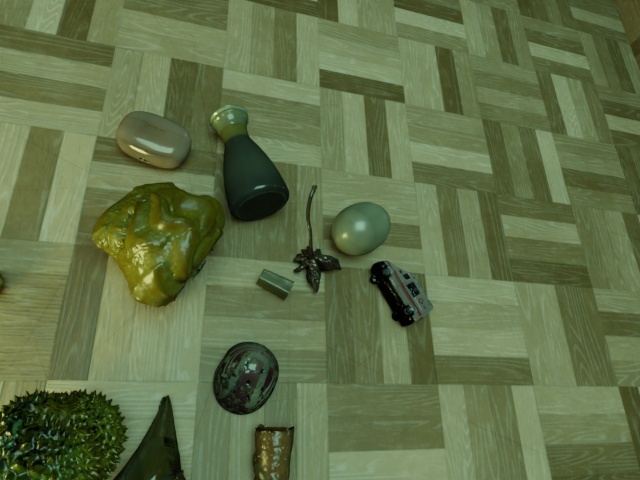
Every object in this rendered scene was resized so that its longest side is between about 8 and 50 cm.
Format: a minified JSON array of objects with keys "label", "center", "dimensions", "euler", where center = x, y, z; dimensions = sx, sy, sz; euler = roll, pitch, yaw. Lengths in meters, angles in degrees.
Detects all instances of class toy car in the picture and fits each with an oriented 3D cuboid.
[{"label":"toy car","center":[0.236,0.144,1.348],"dimensions":[0.108,0.089,0.210],"euler":[-26,80,-26]}]

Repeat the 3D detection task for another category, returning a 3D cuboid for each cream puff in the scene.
[{"label":"cream puff","center":[-0.391,-0.016,1.109],"dimensions":[0.269,0.274,0.323],"euler":[35,58,-12]}]

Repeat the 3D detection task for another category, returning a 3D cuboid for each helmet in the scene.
[{"label":"helmet","center":[-0.174,0.331,1.122],"dimensions":[0.153,0.107,0.177],"euler":[27,61,-9]}]

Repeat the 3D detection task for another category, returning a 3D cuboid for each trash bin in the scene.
[{"label":"trash bin","center":[-0.125,0.117,1.255],"dimensions":[0.092,0.061,0.043],"euler":[28,62,-3]}]

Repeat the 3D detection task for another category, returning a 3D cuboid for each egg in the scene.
[{"label":"egg","center":[0.124,-0.037,1.353],"dimensions":[0.209,0.151,0.151],"euler":[-22,76,-40]}]

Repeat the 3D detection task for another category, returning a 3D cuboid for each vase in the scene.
[{"label":"vase","center":[-0.222,-0.231,1.323],"dimensions":[0.173,0.173,0.321],"euler":[-14,68,-23]}]

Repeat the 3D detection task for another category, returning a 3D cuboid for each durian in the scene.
[{"label":"durian","center":[-0.536,0.412,0.888],"dimensions":[0.290,0.225,0.291],"euler":[-7,39,5]}]

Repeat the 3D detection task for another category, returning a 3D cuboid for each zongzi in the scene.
[{"label":"zongzi","center":[-0.420,0.505,0.967],"dimensions":[0.260,0.123,0.289],"euler":[-14,62,-20]}]

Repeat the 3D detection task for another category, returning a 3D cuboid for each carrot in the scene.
[{"label":"carrot","center":[-0.110,0.561,1.051],"dimensions":[0.101,0.102,0.263],"euler":[7,67,-16]}]

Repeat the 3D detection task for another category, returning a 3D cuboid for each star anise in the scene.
[{"label":"star anise","center":[0.000,0.000,1.269],"dimensions":[0.148,0.227,0.219],"euler":[-5,58,-13]}]

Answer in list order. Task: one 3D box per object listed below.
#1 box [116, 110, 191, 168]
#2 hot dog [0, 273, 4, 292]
[{"label":"box","center":[-0.469,-0.285,1.299],"dimensions":[0.200,0.088,0.146],"euler":[20,62,-10]},{"label":"hot dog","center":[-0.869,0.102,1.014],"dimensions":[0.288,0.068,0.083],"euler":[-3,91,-24]}]
